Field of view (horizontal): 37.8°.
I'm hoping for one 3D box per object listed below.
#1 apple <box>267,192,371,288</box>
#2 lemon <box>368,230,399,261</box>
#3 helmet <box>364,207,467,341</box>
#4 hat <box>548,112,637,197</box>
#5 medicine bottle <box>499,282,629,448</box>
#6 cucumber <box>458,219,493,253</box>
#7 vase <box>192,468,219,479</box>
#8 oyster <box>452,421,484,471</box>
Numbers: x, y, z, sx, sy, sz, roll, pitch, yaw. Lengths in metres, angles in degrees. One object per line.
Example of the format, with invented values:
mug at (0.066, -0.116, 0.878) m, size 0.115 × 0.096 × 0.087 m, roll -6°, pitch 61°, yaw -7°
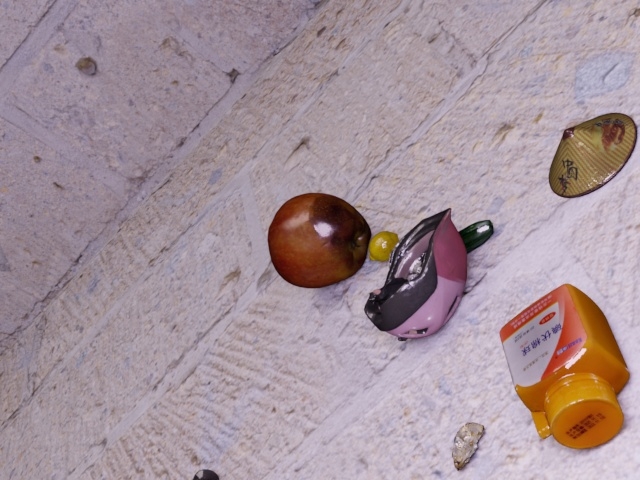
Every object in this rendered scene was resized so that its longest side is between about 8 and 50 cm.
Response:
apple at (0.000, 0.000, 2.101) m, size 0.230 × 0.230 × 0.230 m, roll -39°, pitch 29°, yaw 26°
lemon at (0.137, 0.014, 2.029) m, size 0.083 × 0.062 × 0.062 m, roll -46°, pitch 27°, yaw 13°
helmet at (0.198, 0.078, 1.753) m, size 0.253 × 0.154 × 0.198 m, roll -46°, pitch 6°, yaw -20°
hat at (0.472, -0.176, 1.701) m, size 0.193 × 0.082 × 0.193 m, roll -38°, pitch 30°, yaw 27°
medicine bottle at (0.364, 0.189, 1.376) m, size 0.149 × 0.112 × 0.222 m, roll -40°, pitch 28°, yaw 23°
cucumber at (0.295, -0.008, 1.817) m, size 0.105 × 0.048 × 0.048 m, roll -33°, pitch 31°, yaw 27°
vase at (-0.243, 0.540, 1.941) m, size 0.120 × 0.120 × 0.183 m, roll -49°, pitch 12°, yaw 7°
oyster at (0.236, 0.334, 1.509) m, size 0.054 × 0.019 × 0.083 m, roll -9°, pitch 47°, yaw 53°
